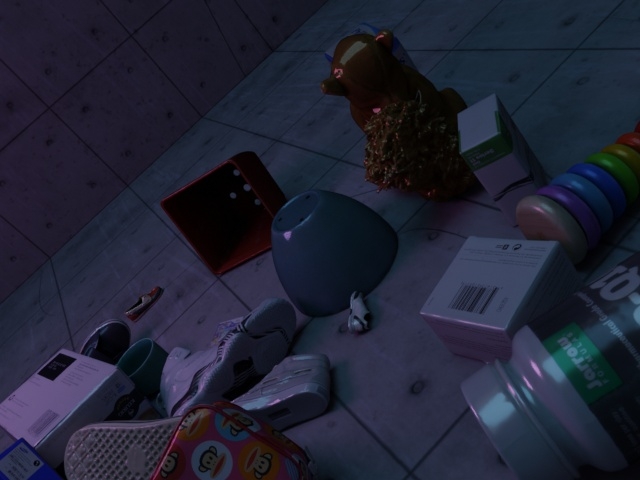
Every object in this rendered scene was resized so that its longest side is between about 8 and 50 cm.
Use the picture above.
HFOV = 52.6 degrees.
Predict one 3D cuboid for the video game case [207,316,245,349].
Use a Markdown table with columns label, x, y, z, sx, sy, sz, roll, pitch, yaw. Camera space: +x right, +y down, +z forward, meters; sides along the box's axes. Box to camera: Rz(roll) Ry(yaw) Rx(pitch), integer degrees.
| label | x | y | z | sx | sy | sz | roll | pitch | yaw |
| --- | --- | --- | --- | --- | --- | --- | --- | --- | --- |
| video game case | -0.237 | 0.245 | 1.597 | 0.087 | 0.011 | 0.122 | -19 | 35 | 34 |

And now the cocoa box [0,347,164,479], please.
| label | x | y | z | sx | sy | sz | roll | pitch | yaw |
| --- | --- | --- | --- | --- | --- | --- | --- | --- | --- |
| cocoa box | -0.539 | 0.418 | 1.467 | 0.347 | 0.228 | 0.231 | -1 | 38 | 50 |

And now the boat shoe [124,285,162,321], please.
| label | x | y | z | sx | sy | sz | roll | pitch | yaw |
| --- | --- | --- | --- | --- | --- | --- | --- | --- | --- |
| boat shoe | -0.549 | 0.191 | 2.013 | 0.137 | 0.043 | 0.049 | -48 | 28 | -17 |

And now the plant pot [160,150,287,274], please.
| label | x | y | z | sx | sy | sz | roll | pitch | yaw |
| --- | --- | --- | --- | --- | --- | --- | --- | --- | --- |
| plant pot | -0.245 | -0.108 | 1.872 | 0.267 | 0.267 | 0.235 | -27 | 19 | 23 |

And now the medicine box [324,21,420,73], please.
| label | x | y | z | sx | sy | sz | roll | pitch | yaw |
| --- | --- | --- | --- | --- | --- | --- | --- | --- | --- |
| medicine box | 0.173 | -0.409 | 1.731 | 0.149 | 0.289 | 0.263 | -38 | 29 | 5 |

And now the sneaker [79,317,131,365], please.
| label | x | y | z | sx | sy | sz | roll | pitch | yaw |
| --- | --- | --- | --- | --- | --- | --- | --- | --- | --- |
| sneaker | -0.626 | 0.368 | 1.776 | 0.321 | 0.126 | 0.127 | -56 | 26 | -5 |

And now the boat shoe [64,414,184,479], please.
| label | x | y | z | sx | sy | sz | roll | pitch | yaw |
| --- | --- | --- | --- | --- | --- | --- | --- | --- | --- |
| boat shoe | -0.237 | 0.410 | 1.192 | 0.501 | 0.156 | 0.186 | -5 | 74 | 25 |

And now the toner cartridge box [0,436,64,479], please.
| label | x | y | z | sx | sy | sz | roll | pitch | yaw |
| --- | --- | --- | --- | --- | --- | --- | --- | --- | --- |
| toner cartridge box | -0.595 | 0.531 | 1.311 | 0.075 | 0.165 | 0.348 | -41 | -6 | -43 |

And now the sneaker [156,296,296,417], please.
| label | x | y | z | sx | sy | sz | roll | pitch | yaw |
| --- | --- | --- | --- | --- | --- | --- | --- | --- | --- |
| sneaker | -0.221 | 0.258 | 1.425 | 0.365 | 0.137 | 0.210 | -52 | 33 | -14 |

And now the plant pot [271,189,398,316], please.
| label | x | y | z | sx | sy | sz | roll | pitch | yaw |
| --- | --- | --- | --- | --- | --- | --- | --- | --- | --- |
| plant pot | 0.000 | 0.000 | 1.466 | 0.290 | 0.195 | 0.290 | -30 | 31 | 20 |

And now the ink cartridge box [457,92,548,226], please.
| label | x | y | z | sx | sy | sz | roll | pitch | yaw |
| --- | --- | --- | --- | --- | --- | --- | --- | --- | --- |
| ink cartridge box | 0.353 | -0.152 | 1.245 | 0.087 | 0.208 | 0.153 | -28 | 30 | 29 |

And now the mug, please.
| label | x | y | z | sx | sy | sz | roll | pitch | yaw |
| --- | --- | --- | --- | --- | --- | --- | --- | --- | --- |
| mug | -0.445 | 0.324 | 1.645 | 0.129 | 0.097 | 0.158 | -51 | 29 | -17 |

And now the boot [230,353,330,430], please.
| label | x | y | z | sx | sy | sz | roll | pitch | yaw |
| --- | --- | --- | --- | --- | --- | --- | --- | --- | --- |
| boot | -0.092 | 0.305 | 1.276 | 0.258 | 0.095 | 0.123 | -20 | 27 | 19 |

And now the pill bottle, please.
| label | x | y | z | sx | sy | sz | roll | pitch | yaw |
| --- | --- | --- | --- | --- | --- | --- | --- | --- | --- |
| pill bottle | 0.371 | 0.152 | 0.800 | 0.361 | 0.204 | 0.204 | -36 | 29 | 8 |

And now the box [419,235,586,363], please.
| label | x | y | z | sx | sy | sz | roll | pitch | yaw |
| --- | --- | --- | --- | --- | --- | --- | --- | --- | --- |
| box | 0.296 | 0.098 | 1.053 | 0.181 | 0.119 | 0.182 | 5 | 52 | 53 |

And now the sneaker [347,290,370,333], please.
| label | x | y | z | sx | sy | sz | roll | pitch | yaw |
| --- | --- | --- | --- | --- | --- | --- | --- | --- | --- |
| sneaker | 0.084 | 0.147 | 1.333 | 0.044 | 0.040 | 0.109 | -11 | 41 | 17 |

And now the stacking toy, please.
| label | x | y | z | sx | sy | sz | roll | pitch | yaw |
| --- | --- | --- | --- | --- | --- | --- | --- | --- | --- |
| stacking toy | 0.497 | -0.107 | 1.109 | 0.330 | 0.141 | 0.141 | -39 | 28 | -10 |

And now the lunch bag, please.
| label | x | y | z | sx | sy | sz | roll | pitch | yaw |
| --- | --- | --- | --- | --- | --- | --- | --- | --- | --- |
| lunch bag | -0.145 | 0.423 | 1.001 | 0.258 | 0.120 | 0.293 | 29 | 86 | 15 |

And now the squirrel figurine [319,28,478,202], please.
| label | x | y | z | sx | sy | sz | roll | pitch | yaw |
| --- | --- | --- | --- | --- | --- | --- | --- | --- | --- |
| squirrel figurine | 0.176 | -0.274 | 1.415 | 0.281 | 0.370 | 0.397 | -33 | 44 | 13 |
